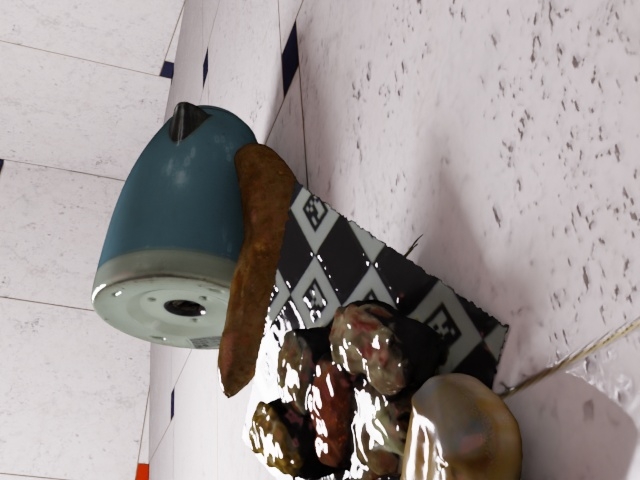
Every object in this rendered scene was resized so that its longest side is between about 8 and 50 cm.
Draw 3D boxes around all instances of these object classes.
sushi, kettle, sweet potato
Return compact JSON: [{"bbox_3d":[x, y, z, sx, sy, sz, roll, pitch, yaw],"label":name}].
[{"bbox_3d":[-0.001,0.131,0.637,0.292,0.059,0.293,35,121,49],"label":"sushi"},{"bbox_3d":[-0.170,-0.024,1.143,0.319,0.247,0.342,73,-163,-57],"label":"kettle"},{"bbox_3d":[-0.060,0.022,0.929,0.092,0.114,0.341,59,-152,-58],"label":"sweet potato"}]

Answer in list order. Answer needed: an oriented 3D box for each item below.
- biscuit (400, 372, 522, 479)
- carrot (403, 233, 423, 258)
[{"bbox_3d":[0.096,0.247,0.437,0.237,0.062,0.290,-134,51,-67],"label":"biscuit"},{"bbox_3d":[0.024,0.103,0.709,0.078,0.078,0.298,-104,30,-46],"label":"carrot"}]
